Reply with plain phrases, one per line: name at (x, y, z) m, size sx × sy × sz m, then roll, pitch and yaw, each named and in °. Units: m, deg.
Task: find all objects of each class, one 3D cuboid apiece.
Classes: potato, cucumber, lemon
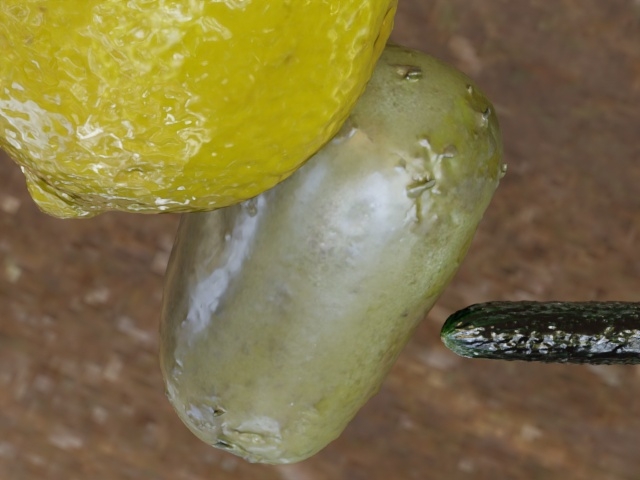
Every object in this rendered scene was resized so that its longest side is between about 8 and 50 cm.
potato at (-0.008, 0.000, 1.611) m, size 0.219 × 0.359 × 0.270 m, roll 25°, pitch -169°, yaw -23°
cucumber at (0.185, 0.074, 1.575) m, size 0.214 × 0.052 × 0.058 m, roll 1°, pitch -159°, yaw -27°
lemon at (-0.076, -0.128, 0.924) m, size 0.228 × 0.228 × 0.254 m, roll 18°, pitch 126°, yaw 11°
